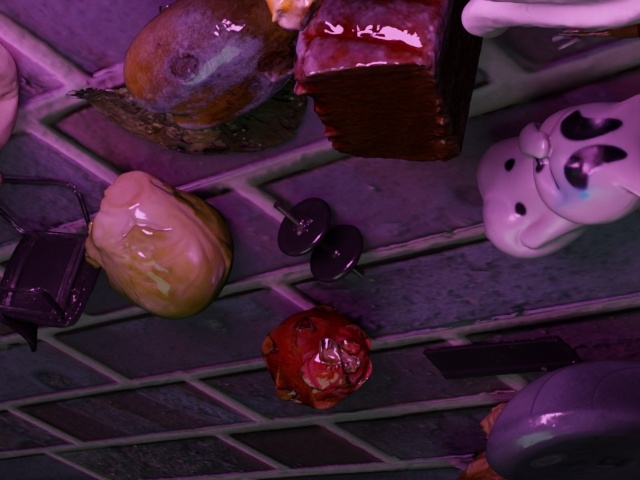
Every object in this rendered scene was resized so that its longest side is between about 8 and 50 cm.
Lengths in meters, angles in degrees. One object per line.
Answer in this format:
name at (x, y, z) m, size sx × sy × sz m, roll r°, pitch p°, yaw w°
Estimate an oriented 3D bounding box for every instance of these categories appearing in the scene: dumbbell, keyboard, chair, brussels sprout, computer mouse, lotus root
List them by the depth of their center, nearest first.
lotus root at (-0.073, -0.158, 1.035) m, size 0.192 × 0.088 × 0.113 m, roll -29°, pitch 140°, yaw 30°
dumbbell at (0.000, 0.000, 1.324) m, size 0.069 × 0.069 × 0.147 m, roll -10°, pitch 143°, yaw 40°
brussels sprout at (-0.166, 0.011, 1.373) m, size 0.145 × 0.131 × 0.183 m, roll 32°, pitch 157°, yaw 16°
computer mouse at (0.353, 0.212, 1.484) m, size 0.371 × 0.122 × 0.188 m, roll 12°, pitch 146°, yaw -27°
chair at (-0.322, 0.041, 1.494) m, size 0.145 × 0.140 × 0.221 m, roll 6°, pitch 153°, yaw 20°
keyboard at (0.217, 0.140, 1.541) m, size 0.195 × 0.018 × 0.060 m, roll -10°, pitch 136°, yaw 40°

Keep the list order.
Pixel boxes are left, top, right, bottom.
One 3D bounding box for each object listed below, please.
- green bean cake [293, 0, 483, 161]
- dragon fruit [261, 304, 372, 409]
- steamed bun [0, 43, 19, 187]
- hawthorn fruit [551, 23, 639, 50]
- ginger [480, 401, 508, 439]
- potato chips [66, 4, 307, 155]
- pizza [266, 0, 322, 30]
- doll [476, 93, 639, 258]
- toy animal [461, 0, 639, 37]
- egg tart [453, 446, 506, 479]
green bean cake at (0.055, -0.137, 0.904) m, size 0.097 × 0.199 × 0.233 m, roll 10°, pitch 157°, yaw 12°
dragon fruit at (-0.004, 0.149, 1.573) m, size 0.125 × 0.125 × 0.246 m, roll 43°, pitch 175°, yaw 7°
steamed bun at (-0.436, -0.101, 1.206) m, size 0.280 × 0.207 × 0.268 m, roll 19°, pitch 152°, yaw -12°
hawthorn fruit at (0.288, -0.132, 0.799) m, size 0.299 × 0.211 × 0.211 m, roll 8°, pitch 153°, yaw 34°
ginger at (0.342, 0.277, 1.684) m, size 0.298 × 0.065 × 0.118 m, roll 27°, pitch 153°, yaw -27°
potato chips at (-0.124, -0.135, 1.179) m, size 0.220 × 0.029 × 0.202 m, roll -11°, pitch 146°, yaw 38°
pizza at (-0.012, -0.207, 0.676) m, size 0.036 × 0.185 × 0.176 m, roll -6°, pitch -175°, yaw -19°
doll at (0.207, -0.053, 1.077) m, size 0.106 × 0.110 × 0.180 m, roll 3°, pitch 161°, yaw -23°
toy animal at (0.102, -0.210, 0.670) m, size 0.174 × 0.289 × 0.249 m, roll -11°, pitch 148°, yaw -19°
egg tart at (0.305, 0.374, 1.827) m, size 0.315 × 0.120 × 0.315 m, roll 13°, pitch 155°, yaw 6°
